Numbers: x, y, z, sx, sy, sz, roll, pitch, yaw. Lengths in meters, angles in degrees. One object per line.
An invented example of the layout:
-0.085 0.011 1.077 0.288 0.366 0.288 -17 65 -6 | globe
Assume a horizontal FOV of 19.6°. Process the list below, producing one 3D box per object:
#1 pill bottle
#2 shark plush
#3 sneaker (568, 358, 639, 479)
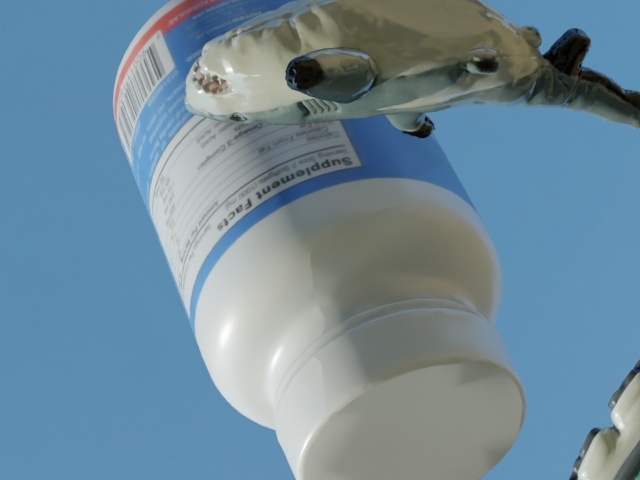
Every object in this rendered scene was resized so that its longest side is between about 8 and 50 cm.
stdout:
0.000 0.000 0.750 0.124 0.221 0.124 -14 -42 -13 | pill bottle
0.036 -0.063 0.653 0.161 0.073 0.067 -4 -36 -22 | shark plush
0.179 0.047 0.594 0.275 0.110 0.107 -46 -24 15 | sneaker
